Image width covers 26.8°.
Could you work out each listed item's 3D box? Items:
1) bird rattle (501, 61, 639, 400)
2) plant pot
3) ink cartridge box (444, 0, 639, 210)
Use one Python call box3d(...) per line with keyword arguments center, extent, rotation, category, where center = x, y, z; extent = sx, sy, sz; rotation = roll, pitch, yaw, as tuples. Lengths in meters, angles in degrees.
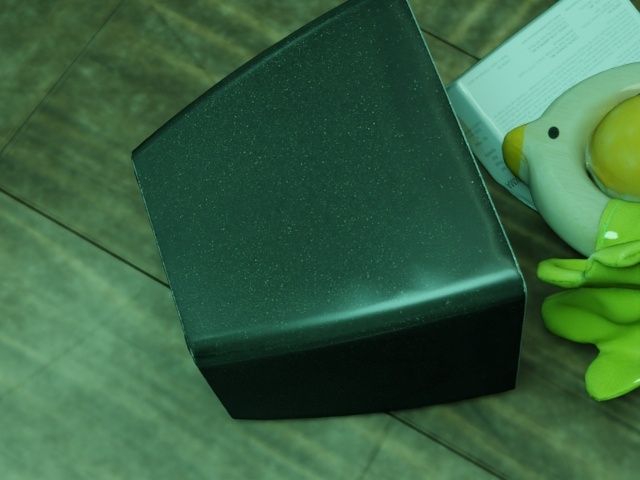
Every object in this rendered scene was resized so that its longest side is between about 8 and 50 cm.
box3d(center=(0.221, -0.039, 0.772), extent=(0.253, 0.143, 0.207), rotation=(-32, 53, -8), category="bird rattle")
box3d(center=(0.000, 0.000, 0.744), extent=(0.167, 0.187, 0.188), rotation=(-18, 68, -1), category="plant pot")
box3d(center=(0.184, -0.066, 0.874), extent=(0.145, 0.045, 0.179), rotation=(-38, 92, -21), category="ink cartridge box")
